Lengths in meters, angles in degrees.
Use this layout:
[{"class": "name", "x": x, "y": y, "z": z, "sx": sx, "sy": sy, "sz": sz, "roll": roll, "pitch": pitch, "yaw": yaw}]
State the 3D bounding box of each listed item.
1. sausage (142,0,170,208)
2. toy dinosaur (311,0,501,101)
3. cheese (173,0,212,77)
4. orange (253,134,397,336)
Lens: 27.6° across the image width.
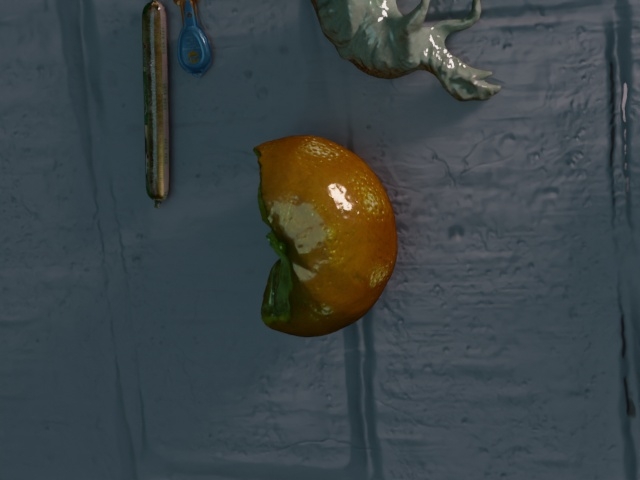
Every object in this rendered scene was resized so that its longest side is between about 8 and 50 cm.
[{"class": "sausage", "x": -0.205, "y": -0.171, "z": 1.624, "sx": 0.033, "sy": 0.033, "sz": 0.269, "roll": 5, "pitch": 104, "yaw": 19}, {"class": "toy dinosaur", "x": 0.038, "y": -0.298, "z": 1.476, "sx": 0.393, "sy": 0.092, "sz": 0.205, "roll": 18, "pitch": 114, "yaw": 7}, {"class": "cheese", "x": -0.158, "y": -0.255, "z": 1.596, "sx": 0.047, "sy": 0.017, "sz": 0.111, "roll": -3, "pitch": 101, "yaw": 18}, {"class": "orange", "x": 0.005, "y": -0.002, "z": 1.505, "sx": 0.158, "sy": 0.179, "sz": 0.237, "roll": 2, "pitch": 102, "yaw": 23}]
